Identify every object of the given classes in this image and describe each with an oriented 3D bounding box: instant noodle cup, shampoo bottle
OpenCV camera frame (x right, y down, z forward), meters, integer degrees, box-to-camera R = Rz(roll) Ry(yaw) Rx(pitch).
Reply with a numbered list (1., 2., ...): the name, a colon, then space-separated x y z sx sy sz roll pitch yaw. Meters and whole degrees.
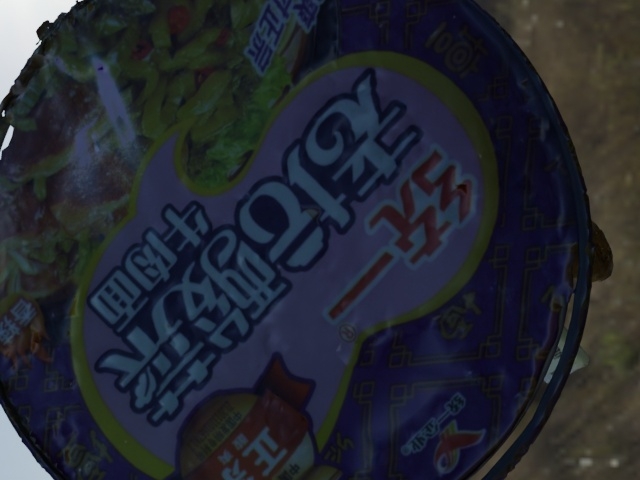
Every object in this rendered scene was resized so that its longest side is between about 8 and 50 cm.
1. instant noodle cup: 0.000 0.000 0.950 0.266 0.339 0.340 -10 -77 -75
2. shampoo bottle: 0.198 0.074 1.565 0.049 0.141 0.034 -24 20 42

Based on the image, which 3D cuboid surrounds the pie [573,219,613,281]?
1. pie: 0.228 -0.046 1.905 0.069 0.273 0.273 -54 10 10
